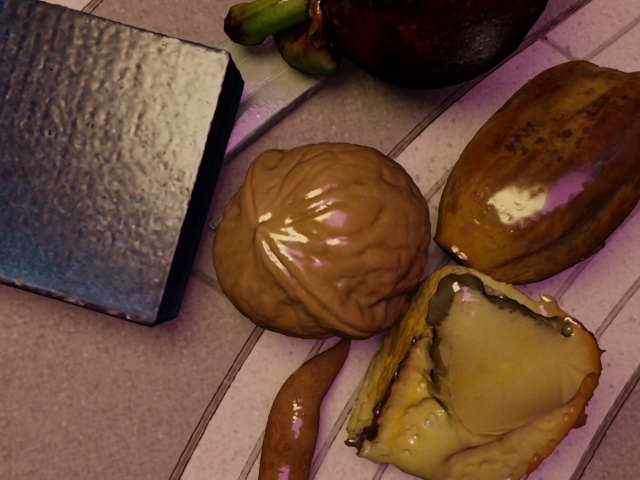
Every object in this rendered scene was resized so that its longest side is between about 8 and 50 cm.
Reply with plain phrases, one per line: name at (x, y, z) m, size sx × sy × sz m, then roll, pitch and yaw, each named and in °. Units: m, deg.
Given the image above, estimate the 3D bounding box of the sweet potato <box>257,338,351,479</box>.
sweet potato at (-0.035, 0.228, 0.692) m, size 0.067 × 0.059 × 0.281 m, roll 22°, pitch 79°, yaw -11°

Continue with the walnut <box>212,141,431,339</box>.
walnut at (0.000, 0.000, 0.652) m, size 0.227 × 0.228 × 0.228 m, roll 1°, pitch 80°, yaw -6°

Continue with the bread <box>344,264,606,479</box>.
bread at (0.162, 0.142, 0.679) m, size 0.204 × 0.163 × 0.262 m, roll 28°, pitch 120°, yaw -2°

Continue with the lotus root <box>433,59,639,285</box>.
lotus root at (0.253, -0.063, 0.727) m, size 0.193 × 0.193 × 0.291 m, roll 45°, pitch 76°, yaw 3°

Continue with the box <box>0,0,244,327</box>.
box at (-0.245, -0.081, 0.676) m, size 0.261 × 0.116 × 0.279 m, roll 16°, pitch 88°, yaw 0°

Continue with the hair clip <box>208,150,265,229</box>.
hair clip at (-0.086, -0.056, 0.750) m, size 0.030 × 0.039 × 0.115 m, roll 33°, pitch 81°, yaw 6°

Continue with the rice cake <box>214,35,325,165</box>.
rice cake at (-0.109, -0.163, 0.765) m, size 0.124 × 0.038 × 0.211 m, roll 43°, pitch 79°, yaw 2°

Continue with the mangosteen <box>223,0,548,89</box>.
mangosteen at (0.072, -0.304, 0.671) m, size 0.359 × 0.306 × 0.306 m, roll -15°, pitch 82°, yaw -12°
